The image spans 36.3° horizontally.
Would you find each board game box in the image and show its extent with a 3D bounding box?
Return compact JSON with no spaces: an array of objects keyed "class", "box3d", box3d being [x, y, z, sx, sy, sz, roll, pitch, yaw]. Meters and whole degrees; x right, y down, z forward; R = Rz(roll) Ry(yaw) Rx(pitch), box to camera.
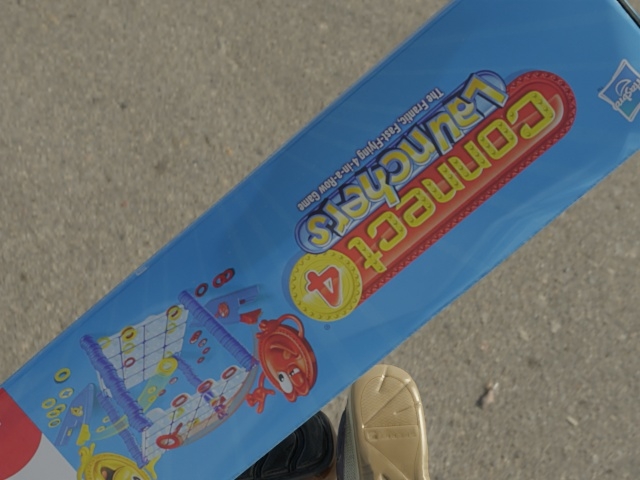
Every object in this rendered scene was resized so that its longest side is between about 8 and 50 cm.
[{"class":"board game box","box3d":[0.000,0.000,0.503,0.308,0.302,0.086,-40,93,6]}]

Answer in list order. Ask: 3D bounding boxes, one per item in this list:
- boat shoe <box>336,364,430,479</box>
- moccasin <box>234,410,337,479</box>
[{"class":"boat shoe","box3d":[0.065,0.277,1.016,0.103,0.092,0.285,0,69,-10]},{"class":"moccasin","box3d":[-0.165,0.274,1.106,0.380,0.147,0.139,-13,52,-8]}]
